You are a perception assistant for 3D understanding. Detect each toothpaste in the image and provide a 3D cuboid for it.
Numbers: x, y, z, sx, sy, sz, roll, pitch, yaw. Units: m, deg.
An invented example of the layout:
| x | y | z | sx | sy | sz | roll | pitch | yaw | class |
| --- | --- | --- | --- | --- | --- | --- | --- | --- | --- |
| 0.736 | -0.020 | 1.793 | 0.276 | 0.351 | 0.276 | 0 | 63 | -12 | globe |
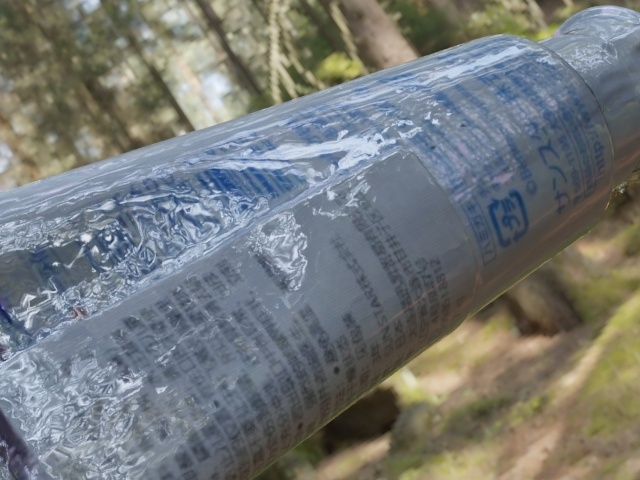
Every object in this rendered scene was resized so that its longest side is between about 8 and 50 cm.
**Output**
| x | y | z | sx | sy | sz | roll | pitch | yaw | class |
| --- | --- | --- | --- | --- | --- | --- | --- | --- | --- |
| 0.000 | 0.000 | 0.393 | 0.299 | 0.114 | 0.073 | -26 | -20 | -37 | toothpaste |

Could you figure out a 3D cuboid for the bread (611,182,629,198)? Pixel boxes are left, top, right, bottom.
| x | y | z | sx | sy | sz | roll | pitch | yaw | class |
| --- | --- | --- | --- | --- | --- | --- | --- | --- | --- |
| 0.124 | -0.033 | 0.746 | 0.083 | 0.035 | 0.070 | -23 | 14 | -35 | bread |
